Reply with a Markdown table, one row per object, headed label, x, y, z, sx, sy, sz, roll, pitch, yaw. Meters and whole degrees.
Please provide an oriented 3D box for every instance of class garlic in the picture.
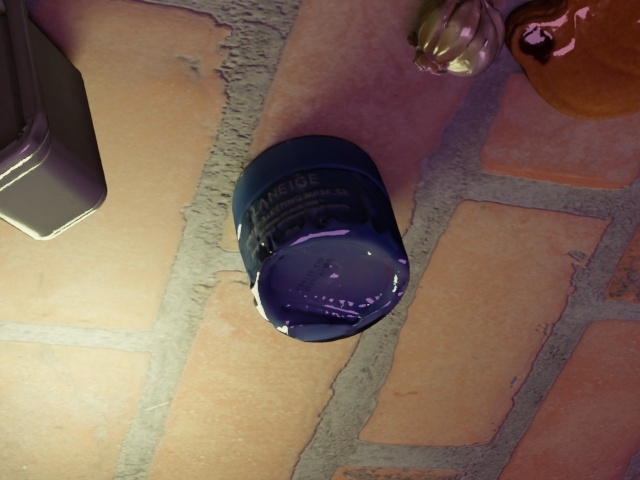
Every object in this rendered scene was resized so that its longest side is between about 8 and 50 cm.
| label | x | y | z | sx | sy | sz | roll | pitch | yaw |
| --- | --- | --- | --- | --- | --- | --- | --- | --- | --- |
| garlic | 0.215 | -0.323 | 1.796 | 0.127 | 0.131 | 0.194 | 22 | 117 | -9 |

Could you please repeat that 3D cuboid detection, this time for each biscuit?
| label | x | y | z | sx | sy | sz | roll | pitch | yaw |
| --- | --- | --- | --- | --- | --- | --- | --- | --- | --- |
| biscuit | 0.495 | -0.364 | 1.867 | 0.350 | 0.078 | 0.455 | 14 | 126 | -30 |

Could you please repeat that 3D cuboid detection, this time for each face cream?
| label | x | y | z | sx | sy | sz | roll | pitch | yaw |
| --- | --- | --- | --- | --- | --- | --- | --- | --- | --- |
| face cream | 0.000 | 0.000 | 1.949 | 0.249 | 0.225 | 0.249 | -9 | 133 | -10 |

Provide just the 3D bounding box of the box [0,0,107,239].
| label | x | y | z | sx | sy | sz | roll | pitch | yaw |
| --- | --- | --- | --- | --- | --- | --- | --- | --- | --- |
| box | -0.392 | -0.153 | 1.658 | 0.175 | 0.311 | 0.182 | -31 | 139 | 14 |
